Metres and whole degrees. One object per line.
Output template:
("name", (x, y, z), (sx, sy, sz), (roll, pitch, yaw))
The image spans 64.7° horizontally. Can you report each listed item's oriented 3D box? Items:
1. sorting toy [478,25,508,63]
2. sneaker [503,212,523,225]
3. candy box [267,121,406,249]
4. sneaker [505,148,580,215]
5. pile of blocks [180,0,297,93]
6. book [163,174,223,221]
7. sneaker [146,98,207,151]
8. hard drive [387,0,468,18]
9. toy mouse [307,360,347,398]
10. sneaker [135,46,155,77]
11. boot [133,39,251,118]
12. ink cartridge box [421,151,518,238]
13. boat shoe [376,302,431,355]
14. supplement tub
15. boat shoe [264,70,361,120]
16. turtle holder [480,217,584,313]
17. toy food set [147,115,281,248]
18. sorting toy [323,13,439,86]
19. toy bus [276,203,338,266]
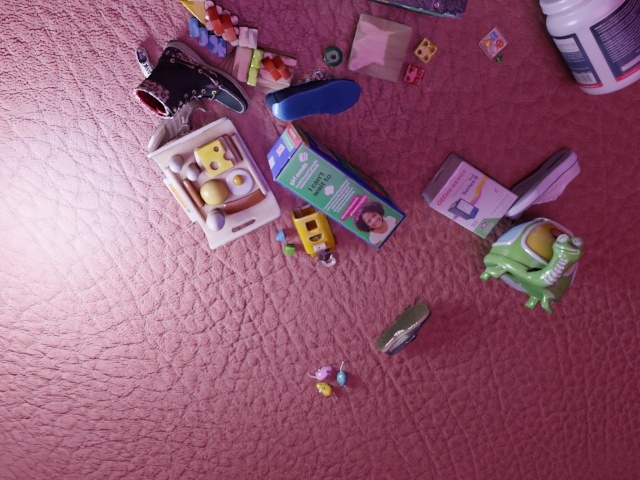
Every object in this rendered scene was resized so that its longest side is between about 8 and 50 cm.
("sorting toy", (0.453, -0.498, 1.299), (0.083, 0.012, 0.062), (40, 105, -22))
("sneaker", (0.560, -0.072, 1.506), (0.098, 0.038, 0.069), (-15, 116, 1))
("candy box", (0.031, -0.146, 1.272), (0.317, 0.268, 0.122), (31, 105, -20))
("sneaker", (0.637, -0.145, 1.441), (0.258, 0.094, 0.091), (-40, 111, 6))
("pile of blocks", (-0.209, -0.459, 1.177), (0.362, 0.113, 0.149), (35, 107, -21))
("book", (-0.341, -0.131, 1.364), (0.096, 0.035, 0.144), (-26, 118, 4))
("sneaker", (-0.361, -0.284, 1.266), (0.071, 0.066, 0.188), (36, 106, -20))
("hard drive", (0.126, -0.556, 1.104), (0.338, 0.237, 0.064), (9, 115, -11))
("toy mouse", (0.040, 0.466, 1.703), (0.161, 0.031, 0.143), (33, 108, -20))
("sneaker", (-0.420, -0.419, 1.210), (0.031, 0.037, 0.083), (-23, 118, 2))
("boot", (-0.297, -0.337, 1.186), (0.236, 0.179, 0.085), (35, 148, -16))
("ink cartridge box", (0.419, -0.127, 1.432), (0.212, 0.093, 0.154), (29, 110, -17))
("boat shoe", (0.278, 0.290, 1.627), (0.073, 0.080, 0.223), (34, 113, -27))
("supplement tub", (0.673, -0.512, 1.221), (0.191, 0.191, 0.272), (-39, 115, 11))
("boat shoe", (-0.016, -0.365, 1.235), (0.258, 0.089, 0.109), (-15, 134, -36))
("turtle holder", (0.604, 0.048, 1.436), (0.228, 0.243, 0.320), (-56, 149, -3))
("toy food set", (-0.264, -0.143, 1.302), (0.219, 0.092, 0.306), (-26, 122, 3))
("sorting toy", (0.151, -0.475, 1.252), (0.274, 0.046, 0.132), (10, 114, -12))
("toy bus", (-0.009, -0.008, 1.426), (0.202, 0.104, 0.191), (20, 112, -16))
